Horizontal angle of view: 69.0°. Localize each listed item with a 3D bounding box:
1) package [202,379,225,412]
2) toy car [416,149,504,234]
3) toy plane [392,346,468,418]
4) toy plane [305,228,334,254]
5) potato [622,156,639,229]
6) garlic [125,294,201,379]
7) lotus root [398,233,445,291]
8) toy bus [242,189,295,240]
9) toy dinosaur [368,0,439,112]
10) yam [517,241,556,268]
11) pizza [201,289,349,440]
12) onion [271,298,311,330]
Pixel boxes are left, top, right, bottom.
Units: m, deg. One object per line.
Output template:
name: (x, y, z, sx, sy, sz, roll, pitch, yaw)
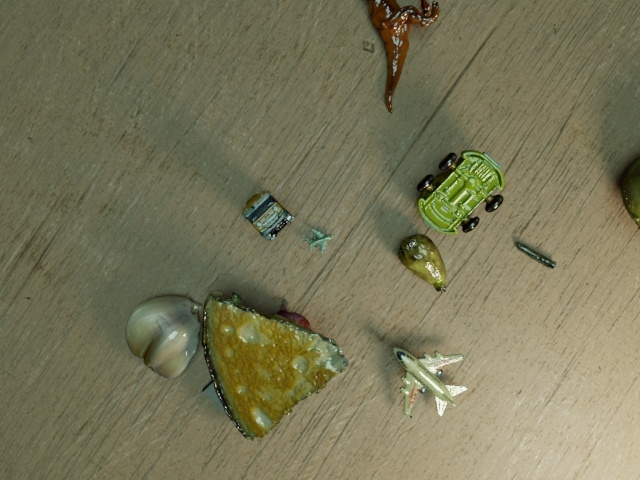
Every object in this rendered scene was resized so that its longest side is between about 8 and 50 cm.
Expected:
package: (-0.195, 0.427, 1.363, 0.251, 0.062, 0.204, -45, 90, 4)
toy car: (0.392, -0.141, 1.318, 0.200, 0.142, 0.248, 46, 110, -1)
toy plane: (0.300, 0.392, 1.348, 0.256, 0.104, 0.242, 44, 93, -2)
toy plane: (0.000, 0.000, 1.369, 0.083, 0.033, 0.080, -19, 91, -7)
potato: (1.016, -0.094, 1.293, 0.270, 0.219, 0.359, -39, 94, -7)
garlic: (-0.448, 0.262, 1.332, 0.217, 0.110, 0.228, 35, 91, 2)
lotus root: (0.304, 0.067, 1.351, 0.108, 0.094, 0.190, -34, 101, 23)
toy bus: (-0.143, -0.071, 1.281, 0.098, 0.201, 0.114, -44, 89, 0)
toy dinosaur: (0.234, -0.610, 1.328, 0.208, 0.097, 0.432, -16, 88, 13)
yam: (0.638, 0.043, 1.386, 0.129, 0.033, 0.027, 31, 118, 3)
pizza: (-0.186, 0.305, 1.256, 0.392, 0.080, 0.435, 45, 112, 2)
onion: (-0.099, 0.228, 1.337, 0.150, 0.150, 0.140, 6, 58, -1)
